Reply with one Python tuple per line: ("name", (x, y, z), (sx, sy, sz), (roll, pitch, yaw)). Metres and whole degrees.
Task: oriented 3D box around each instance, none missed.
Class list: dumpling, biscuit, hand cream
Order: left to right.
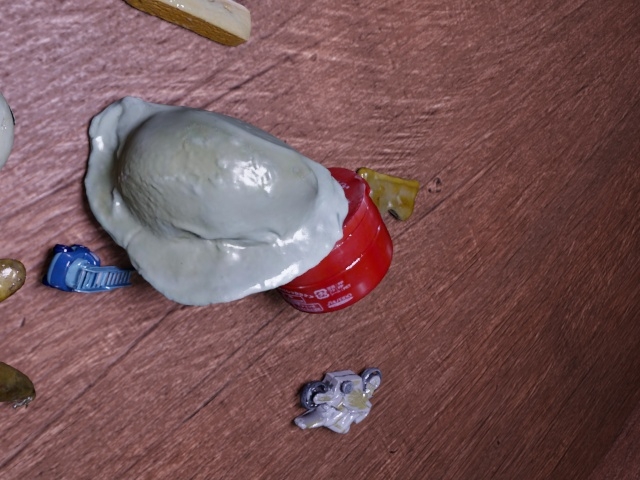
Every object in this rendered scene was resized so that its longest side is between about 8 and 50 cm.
("biscuit", (-0.185, -0.335, 0.783), (0.188, 0.052, 0.056), (11, 80, -42))
("dumpling", (-0.152, -0.080, 0.755), (0.270, 0.320, 0.212), (-49, 145, -39))
("hand cream", (0.000, 0.000, 0.927), (0.230, 0.230, 0.149), (-43, 127, -21))
("biscuit", (0.125, -0.057, 1.134), (0.183, 0.039, 0.174), (2, 101, -39))

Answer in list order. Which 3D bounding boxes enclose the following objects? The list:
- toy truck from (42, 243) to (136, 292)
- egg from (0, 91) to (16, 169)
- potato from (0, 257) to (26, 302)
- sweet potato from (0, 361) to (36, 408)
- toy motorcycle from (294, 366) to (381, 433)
("toy truck", (-0.323, 0.043, 0.783), (0.136, 0.074, 0.063), (-3, 113, -82))
("egg", (-0.440, -0.125, 0.542), (0.253, 0.186, 0.187), (4, 101, -43))
("potato", (-0.421, 0.055, 0.712), (0.083, 0.040, 0.051), (-36, 111, -28))
("sweet potato", (-0.537, 0.190, 0.610), (0.422, 0.130, 0.131), (-9, 109, -47))
("toy motorcycle", (0.041, 0.345, 1.169), (0.228, 0.074, 0.151), (-2, 109, -42))
